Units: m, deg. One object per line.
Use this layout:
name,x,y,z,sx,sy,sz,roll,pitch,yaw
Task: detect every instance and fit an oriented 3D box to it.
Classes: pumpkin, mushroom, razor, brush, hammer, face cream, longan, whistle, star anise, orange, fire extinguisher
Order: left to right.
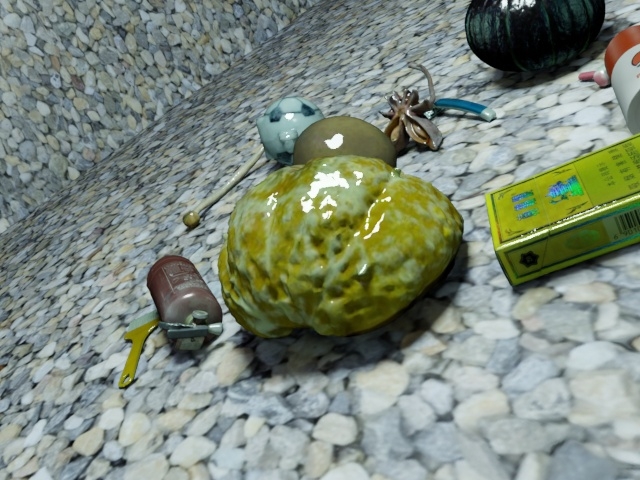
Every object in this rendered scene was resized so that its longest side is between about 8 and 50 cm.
brush,-0.316,0.184,1.169,0.083,0.011,0.205,-25,26,12
fire extinguisher,-0.224,0.105,1.101,0.104,0.105,0.269,-36,26,-8
mushroom,-0.219,-0.136,1.608,0.068,0.043,0.306,-3,40,54
whistle,-0.058,-0.248,1.523,0.163,0.164,0.290,-27,11,12
orange,0.000,0.000,0.916,0.368,0.210,0.271,-10,30,35
longan,0.038,-0.128,1.157,0.189,0.189,0.189,-26,25,13
star anise,0.189,-0.256,1.322,0.227,0.218,0.148,-26,-24,-46
razor,0.259,-0.247,1.270,0.068,0.037,0.191,-37,25,-13
pumpkin,0.379,-0.435,1.229,0.248,0.248,0.248,-26,25,13
hammer,0.451,-0.272,1.105,0.052,0.031,0.083,-35,18,-14
face cream,0.449,-0.217,0.921,0.095,0.096,0.214,-20,27,25

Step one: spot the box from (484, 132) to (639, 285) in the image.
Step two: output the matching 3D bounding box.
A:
box,0.310,-0.041,0.795,0.219,0.064,0.141,-21,27,19
